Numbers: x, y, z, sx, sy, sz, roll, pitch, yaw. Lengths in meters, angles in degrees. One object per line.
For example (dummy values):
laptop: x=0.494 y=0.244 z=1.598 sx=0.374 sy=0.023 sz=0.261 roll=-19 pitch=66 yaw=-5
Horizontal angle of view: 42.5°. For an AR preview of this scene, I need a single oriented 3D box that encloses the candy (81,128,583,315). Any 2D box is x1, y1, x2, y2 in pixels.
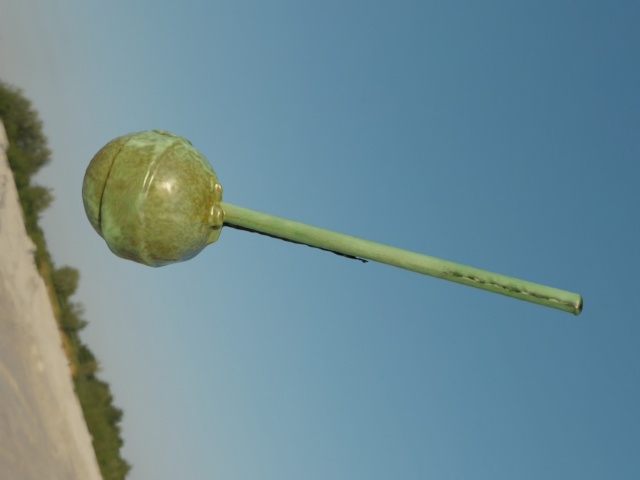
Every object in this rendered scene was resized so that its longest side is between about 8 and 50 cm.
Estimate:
candy: x=0.000 y=0.000 z=0.323 sx=0.061 sy=0.202 sz=0.061 roll=14 pitch=90 yaw=-78
